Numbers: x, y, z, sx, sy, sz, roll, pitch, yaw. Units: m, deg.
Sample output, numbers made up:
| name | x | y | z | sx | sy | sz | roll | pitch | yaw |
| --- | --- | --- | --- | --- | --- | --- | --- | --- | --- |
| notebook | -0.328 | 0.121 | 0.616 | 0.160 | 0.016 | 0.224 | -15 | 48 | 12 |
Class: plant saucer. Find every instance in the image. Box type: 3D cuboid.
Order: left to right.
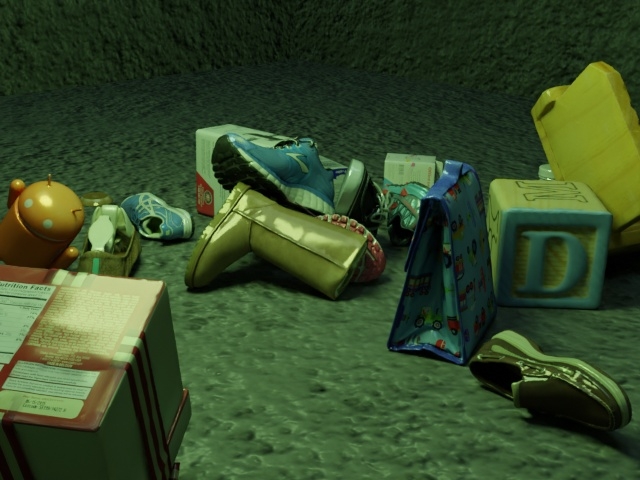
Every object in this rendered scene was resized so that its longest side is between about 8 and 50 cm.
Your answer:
| name | x | y | z | sx | sy | sz | roll | pitch | yaw |
| --- | --- | --- | --- | --- | --- | --- | --- | --- | --- |
| plant saucer | -0.535 | -0.099 | 2.194 | 0.084 | 0.015 | 0.083 | 1 | 20 | -1 |

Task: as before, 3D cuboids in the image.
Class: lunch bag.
| name | x | y | z | sx | sy | sz | roll | pitch | yaw |
| --- | --- | --- | --- | --- | --- | --- | --- | --- | --- |
| lunch bag | 0.211 | 0.015 | 1.495 | 0.138 | 0.293 | 0.221 | 9 | 21 | 21 |

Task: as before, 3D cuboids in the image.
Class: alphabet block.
| name | x | y | z | sx | sy | sz | roll | pitch | yaw |
| --- | --- | --- | --- | --- | --- | --- | --- | --- | --- |
| alphabet block | 0.411 | 0.003 | 1.707 | 0.194 | 0.192 | 0.197 | 4 | 21 | 1 |

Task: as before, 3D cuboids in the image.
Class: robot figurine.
| name | x | y | z | sx | sy | sz | roll | pitch | yaw |
| --- | --- | --- | --- | --- | --- | --- | --- | --- | --- |
| robot figurine | -0.518 | -0.024 | 1.696 | 0.128 | 0.219 | 0.158 | 18 | 42 | -35 |

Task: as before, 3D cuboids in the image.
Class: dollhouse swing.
| name | x | y | z | sx | sy | sz | roll | pitch | yaw |
| --- | --- | --- | --- | --- | --- | --- | --- | --- | --- |
| dollhouse swing | 0.620 | -0.174 | 1.815 | 0.315 | 0.346 | 0.305 | -9 | -16 | -27 |

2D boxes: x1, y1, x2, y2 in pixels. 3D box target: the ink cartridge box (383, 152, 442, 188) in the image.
| name | x | y | z | sx | sy | sz | roll | pitch | yaw |
| --- | --- | --- | --- | --- | --- | --- | --- | --- | --- |
| ink cartridge box | 0.232 | -0.161 | 2.304 | 0.143 | 0.092 | 0.090 | 5 | 19 | 6 |

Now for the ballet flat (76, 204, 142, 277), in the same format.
| name | x | y | z | sx | sy | sz | roll | pitch | yaw |
| --- | --- | --- | --- | --- | --- | --- | --- | --- | --- |
| ballet flat | -0.402 | 0.005 | 1.739 | 0.116 | 0.124 | 0.342 | 0 | 19 | -4 |

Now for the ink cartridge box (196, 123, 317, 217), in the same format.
| name | x | y | z | sx | sy | sz | roll | pitch | yaw |
| --- | --- | --- | --- | --- | --- | --- | --- | --- | --- |
| ink cartridge box | -0.144 | -0.136 | 2.050 | 0.273 | 0.196 | 0.114 | 17 | 24 | 37 |

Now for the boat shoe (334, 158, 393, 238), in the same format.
| name | x | y | z | sx | sy | sz | roll | pitch | yaw |
| --- | --- | --- | --- | --- | --- | --- | --- | --- | --- |
| boat shoe | 0.088 | -0.067 | 1.851 | 0.105 | 0.113 | 0.306 | 17 | -23 | 5 |

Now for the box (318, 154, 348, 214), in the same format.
| name | x | y | z | sx | sy | sz | roll | pitch | yaw |
| --- | --- | --- | --- | --- | --- | --- | --- | --- | --- |
| box | 0.000 | -0.110 | 2.073 | 0.072 | 0.137 | 0.126 | -10 | 22 | -29 |

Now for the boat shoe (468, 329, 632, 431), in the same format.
| name | x | y | z | sx | sy | sz | roll | pitch | yaw |
| --- | --- | --- | --- | --- | --- | --- | --- | --- | --- |
| boat shoe | 0.307 | 0.209 | 1.282 | 0.095 | 0.095 | 0.257 | -24 | 23 | -24 |

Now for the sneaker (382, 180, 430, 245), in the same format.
| name | x | y | z | sx | sy | sz | roll | pitch | yaw |
| --- | --- | --- | --- | --- | --- | --- | --- | --- | --- |
| sneaker | 0.170 | -0.052 | 1.967 | 0.104 | 0.125 | 0.262 | 30 | -9 | -7 |

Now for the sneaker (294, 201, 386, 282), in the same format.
| name | x | y | z | sx | sy | sz | roll | pitch | yaw |
| --- | --- | --- | --- | --- | --- | --- | --- | --- | --- |
| sneaker | 0.000 | 0.000 | 1.807 | 0.299 | 0.120 | 0.112 | 21 | -1 | 29 |

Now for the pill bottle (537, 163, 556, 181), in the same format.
| name | x | y | z | sx | sy | sz | roll | pitch | yaw |
| --- | --- | --- | --- | --- | --- | --- | --- | --- | --- |
| pill bottle | 0.495 | -0.079 | 1.984 | 0.087 | 0.160 | 0.087 | 1 | 19 | 0 |

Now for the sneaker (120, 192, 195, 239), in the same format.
| name | x | y | z | sx | sy | sz | roll | pitch | yaw |
| --- | --- | --- | --- | --- | --- | --- | --- | --- | --- |
| sneaker | -0.364 | -0.052 | 1.971 | 0.211 | 0.080 | 0.081 | 16 | 21 | 39 |

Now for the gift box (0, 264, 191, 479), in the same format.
| name | x | y | z | sx | sy | sz | roll | pitch | yaw |
| --- | --- | --- | --- | --- | --- | --- | --- | --- | --- |
| gift box | -0.298 | 0.208 | 0.990 | 0.255 | 0.258 | 0.276 | 8 | 40 | 12 |

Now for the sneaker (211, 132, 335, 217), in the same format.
| name | x | y | z | sx | sy | sz | roll | pitch | yaw |
| --- | --- | --- | --- | --- | --- | --- | --- | --- | --- |
| sneaker | -0.087 | -0.147 | 1.829 | 0.130 | 0.147 | 0.330 | -4 | -19 | 37 |

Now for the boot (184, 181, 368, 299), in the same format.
| name | x | y | z | sx | sy | sz | roll | pitch | yaw |
| --- | --- | --- | --- | --- | --- | --- | --- | --- | --- |
| boot | -0.083 | 0.035 | 1.684 | 0.270 | 0.236 | 0.089 | 27 | -12 | 11 |
